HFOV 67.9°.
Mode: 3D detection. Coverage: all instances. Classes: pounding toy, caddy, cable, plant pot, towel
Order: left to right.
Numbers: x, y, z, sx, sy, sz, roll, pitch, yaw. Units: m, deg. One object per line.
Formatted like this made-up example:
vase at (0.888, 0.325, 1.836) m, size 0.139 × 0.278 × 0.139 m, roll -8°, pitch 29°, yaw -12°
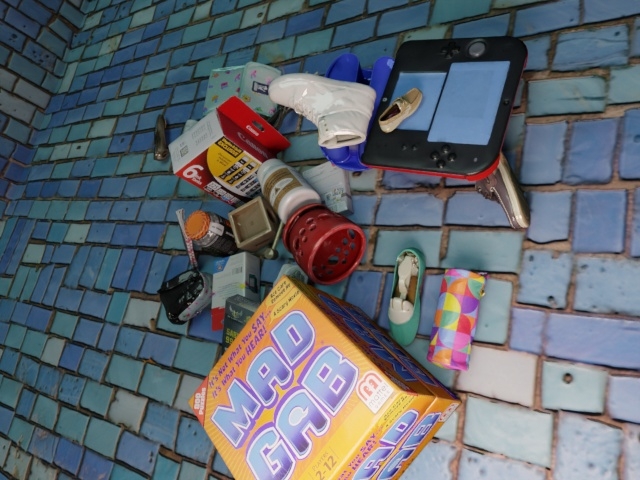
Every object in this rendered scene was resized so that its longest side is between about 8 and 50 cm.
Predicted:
towel at (-0.448, 0.004, 1.616) m, size 0.029 × 0.197 × 0.144 m, roll -16°, pitch 53°, yaw -17°
pounding toy at (-0.167, -0.025, 1.488) m, size 0.181 × 0.094 × 0.206 m, roll -27°, pitch 68°, yaw 16°
cable at (-0.116, -0.467, 1.605) m, size 0.287 × 0.072 × 0.139 m, roll -43°, pitch 49°, yaw -11°
plant pot at (0.000, 0.000, 1.302) m, size 0.191 × 0.191 × 0.174 m, roll -53°, pitch 50°, yaw 4°
caddy at (0.118, -0.373, 1.388) m, size 0.241 × 0.179 × 0.341 m, roll 10°, pitch 76°, yaw 13°

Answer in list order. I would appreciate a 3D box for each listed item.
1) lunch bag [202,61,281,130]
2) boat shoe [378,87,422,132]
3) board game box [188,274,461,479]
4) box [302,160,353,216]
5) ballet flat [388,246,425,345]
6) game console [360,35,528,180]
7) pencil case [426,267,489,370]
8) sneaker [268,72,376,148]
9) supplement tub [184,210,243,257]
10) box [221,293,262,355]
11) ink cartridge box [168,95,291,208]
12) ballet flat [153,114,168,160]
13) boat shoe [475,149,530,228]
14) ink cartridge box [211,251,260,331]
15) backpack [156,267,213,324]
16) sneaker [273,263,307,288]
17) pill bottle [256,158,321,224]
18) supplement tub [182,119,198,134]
lunch bag at (-0.269, -0.509, 1.706) m, size 0.262 × 0.160 × 0.223 m, roll -2°, pitch 65°, yaw 15°
boat shoe at (0.199, -0.331, 1.186) m, size 0.135 × 0.045 × 0.050 m, roll -49°, pitch 55°, yaw 3°
board game box at (0.015, 0.355, 1.045) m, size 0.356 × 0.356 × 0.356 m, roll 40°, pitch 96°, yaw 37°
box at (0.019, -0.147, 1.443) m, size 0.145 × 0.038 × 0.186 m, roll -19°, pitch 63°, yaw 26°
ballet flat at (0.205, 0.131, 1.179) m, size 0.083 × 0.087 × 0.247 m, roll 1°, pitch 72°, yaw 33°
game console at (0.304, -0.339, 1.185) m, size 0.342 × 0.060 × 0.386 m, roll 13°, pitch 75°, yaw 27°
pencil case at (0.315, 0.176, 1.084) m, size 0.104 × 0.104 × 0.236 m, roll 10°, pitch 77°, yaw 36°
sneaker at (-0.011, -0.334, 1.247) m, size 0.293 × 0.108 × 0.169 m, roll 9°, pitch 72°, yaw 10°
supplement tub at (-0.334, -0.021, 1.527) m, size 0.117 × 0.190 × 0.117 m, roll -12°, pitch 65°, yaw 28°
box at (-0.164, 0.272, 1.310) m, size 0.231 × 0.056 × 0.183 m, roll 18°, pitch 112°, yaw 25°
ink cartridge box at (-0.263, -0.262, 1.503) m, size 0.272 × 0.309 × 0.130 m, roll -33°, pitch 57°, yaw 19°
ballet flat at (-0.668, -0.431, 2.001) m, size 0.084 × 0.058 × 0.249 m, roll 122°, pitch 145°, yaw -47°
boat shoe at (0.419, -0.140, 1.145) m, size 0.092 × 0.103 × 0.285 m, roll -28°, pitch 55°, yaw 27°
ink cartridge box at (-0.262, 0.165, 1.475) m, size 0.134 × 0.078 × 0.231 m, roll -16°, pitch 63°, yaw 28°
backpack at (-0.427, 0.173, 1.559) m, size 0.182 × 0.115 × 0.152 m, roll -40°, pitch 66°, yaw 13°
sneaker at (-0.104, 0.174, 1.379) m, size 0.115 × 0.090 × 0.232 m, roll 28°, pitch 99°, yaw 66°
pill bottle at (-0.103, -0.150, 1.424) m, size 0.131 × 0.131 × 0.229 m, roll -47°, pitch 45°, yaw 9°
supplement tub at (-0.507, -0.412, 1.873) m, size 0.071 × 0.071 × 0.107 m, roll 0°, pitch 70°, yaw 33°
